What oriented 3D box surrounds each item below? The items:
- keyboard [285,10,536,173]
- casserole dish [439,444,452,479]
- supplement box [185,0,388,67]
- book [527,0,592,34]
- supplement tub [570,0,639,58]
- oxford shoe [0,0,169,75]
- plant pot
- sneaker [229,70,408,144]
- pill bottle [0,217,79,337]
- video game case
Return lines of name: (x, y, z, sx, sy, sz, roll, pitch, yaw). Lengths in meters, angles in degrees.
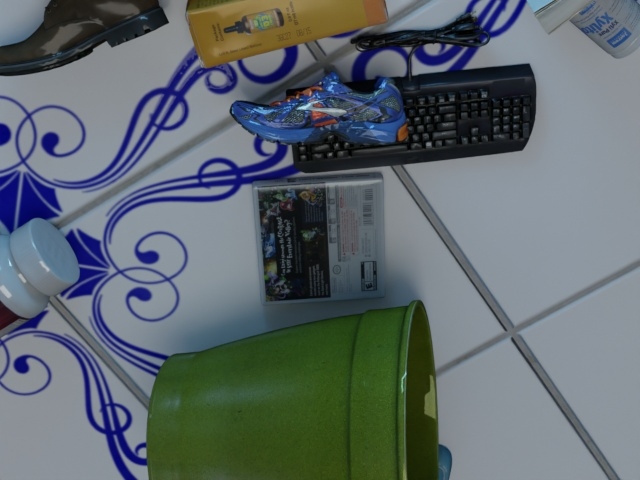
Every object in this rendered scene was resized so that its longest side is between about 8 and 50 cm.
keyboard: (0.115, -0.184, 1.662, 0.317, 0.033, 0.201, -7, 120, -1)
casserole dish: (0.138, 0.383, 1.995, 0.114, 0.037, 0.188, 6, 121, -7)
supplement box: (-0.041, -0.278, 1.570, 0.233, 0.080, 0.078, -14, 120, 3)
book: (0.284, -0.306, 1.534, 0.096, 0.144, 0.035, -33, 117, 15)
supplement tub: (0.344, -0.279, 1.597, 0.107, 0.071, 0.071, 35, 113, -20)
oxford shoe: (-0.302, -0.262, 1.572, 0.227, 0.083, 0.096, -21, 103, 7)
plant pot: (-0.035, 0.269, 1.763, 0.353, 0.366, 0.366, -3, 121, 11)
sneaker: (-0.002, -0.166, 1.614, 0.221, 0.083, 0.087, -1, 104, -7)
pill bottle: (-0.435, 0.067, 1.722, 0.221, 0.121, 0.121, -31, 118, 14)
video game case: (0.000, 0.000, 1.769, 0.173, 0.022, 0.190, -4, 121, -2)
